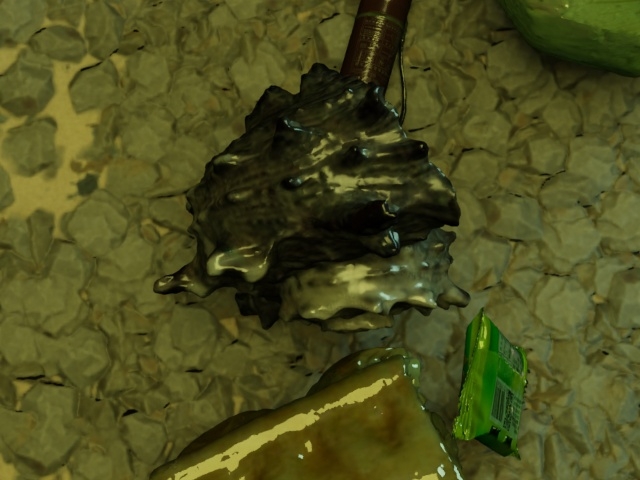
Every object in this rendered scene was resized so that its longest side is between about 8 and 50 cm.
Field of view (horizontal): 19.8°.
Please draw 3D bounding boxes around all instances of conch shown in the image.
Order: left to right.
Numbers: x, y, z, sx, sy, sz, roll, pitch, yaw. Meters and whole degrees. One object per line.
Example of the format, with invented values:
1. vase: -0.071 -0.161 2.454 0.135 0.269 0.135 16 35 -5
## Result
1. conch: 0.012 -0.004 1.426 0.240 0.313 0.186 20 58 -3

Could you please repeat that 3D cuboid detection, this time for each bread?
1. bread: -0.004 0.215 1.421 0.252 0.196 0.238 -21 58 2

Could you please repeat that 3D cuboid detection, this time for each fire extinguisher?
1. fire extinguisher: 0.047 -0.146 1.578 0.078 0.045 0.157 20 77 -19

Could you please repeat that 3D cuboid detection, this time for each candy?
1. candy: 0.136 0.118 1.460 0.032 0.178 0.102 2 79 16

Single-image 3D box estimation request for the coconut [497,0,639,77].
1. coconut: 0.278 -0.298 1.487 0.328 0.281 0.328 0 79 2
